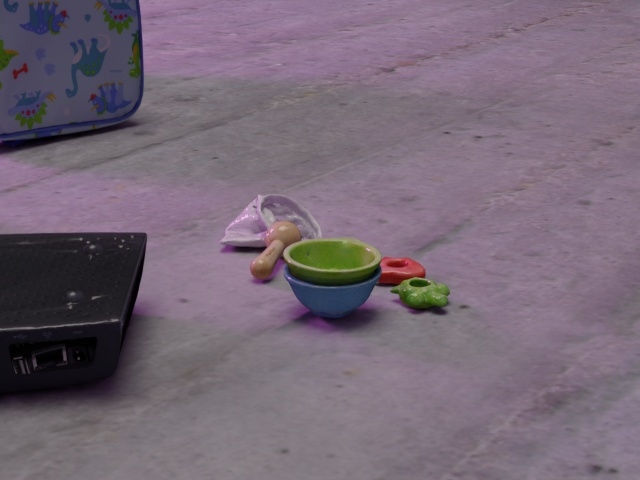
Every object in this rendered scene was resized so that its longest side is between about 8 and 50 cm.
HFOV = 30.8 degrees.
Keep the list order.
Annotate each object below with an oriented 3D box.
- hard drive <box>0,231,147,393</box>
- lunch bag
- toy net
[{"bbox_3d":[-0.243,0.044,0.741,0.254,0.054,0.172,-2,20,-2],"label":"hard drive"},{"bbox_3d":[-0.298,-0.197,1.246,0.219,0.176,0.090,-16,20,-41],"label":"lunch bag"},{"bbox_3d":[0.000,0.000,0.878,0.122,0.045,0.232,-9,21,-22],"label":"toy net"}]
